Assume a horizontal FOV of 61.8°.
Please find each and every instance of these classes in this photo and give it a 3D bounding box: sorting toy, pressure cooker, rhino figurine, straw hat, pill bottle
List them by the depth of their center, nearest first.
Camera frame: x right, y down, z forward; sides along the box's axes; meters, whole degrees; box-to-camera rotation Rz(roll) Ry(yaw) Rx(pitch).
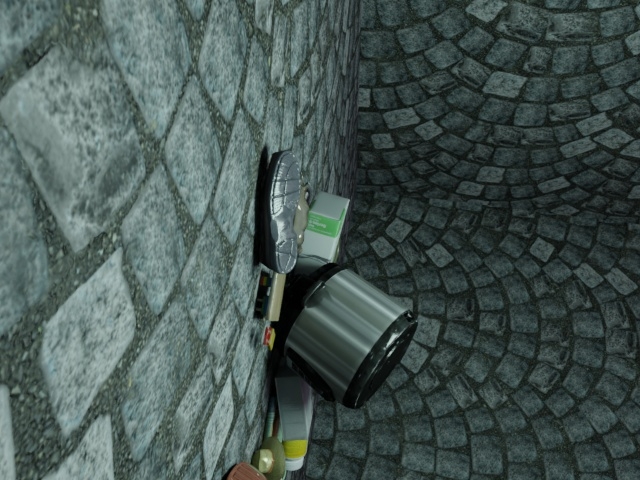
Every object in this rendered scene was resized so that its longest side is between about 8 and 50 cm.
[{"bbox_3d":[-0.137,0.157,1.441,0.132,0.046,0.275,55,43,-80],"label":"sorting toy"},{"bbox_3d":[-0.069,-0.088,1.614,0.106,0.073,0.243,78,19,-78],"label":"rhino figurine"},{"bbox_3d":[-0.174,0.671,1.626,0.061,0.144,0.145,24,70,-43],"label":"straw hat"},{"bbox_3d":[0.051,0.279,1.717,0.375,0.420,0.370,-22,141,-56],"label":"pressure cooker"},{"bbox_3d":[-0.107,0.768,2.064,0.119,0.119,0.209,-52,149,-76],"label":"pill bottle"}]

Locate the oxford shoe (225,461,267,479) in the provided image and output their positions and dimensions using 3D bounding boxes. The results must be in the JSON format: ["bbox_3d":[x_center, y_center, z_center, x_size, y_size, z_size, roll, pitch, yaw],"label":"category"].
[{"bbox_3d":[-0.211,0.671,1.255,0.146,0.140,0.397,-52,-178,8],"label":"oxford shoe"}]

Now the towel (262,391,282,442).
[{"bbox_3d":[-0.165,0.712,1.866,0.271,0.040,0.370,53,46,-81],"label":"towel"}]

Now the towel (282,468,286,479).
[{"bbox_3d":[-0.187,0.965,1.779,0.248,0.038,0.325,-57,162,-68],"label":"towel"}]

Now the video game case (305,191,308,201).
[{"bbox_3d":[-0.068,-0.077,1.844,0.143,0.019,0.157,-63,159,-71],"label":"video game case"}]

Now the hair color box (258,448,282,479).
[{"bbox_3d":[-0.161,0.734,1.713,0.072,0.043,0.141,-1,91,-49],"label":"hair color box"}]

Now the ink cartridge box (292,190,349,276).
[{"bbox_3d":[0.000,0.000,1.909,0.211,0.121,0.289,-67,172,-63],"label":"ink cartridge box"}]

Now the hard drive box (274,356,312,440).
[{"bbox_3d":[-0.088,0.533,1.834,0.181,0.089,0.232,-70,155,-78],"label":"hard drive box"}]

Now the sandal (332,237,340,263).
[{"bbox_3d":[0.030,0.099,2.599,0.120,0.086,0.303,-74,-174,-80],"label":"sandal"}]

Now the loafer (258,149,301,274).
[{"bbox_3d":[-0.115,-0.069,1.302,0.109,0.095,0.303,-15,111,-49],"label":"loafer"}]
